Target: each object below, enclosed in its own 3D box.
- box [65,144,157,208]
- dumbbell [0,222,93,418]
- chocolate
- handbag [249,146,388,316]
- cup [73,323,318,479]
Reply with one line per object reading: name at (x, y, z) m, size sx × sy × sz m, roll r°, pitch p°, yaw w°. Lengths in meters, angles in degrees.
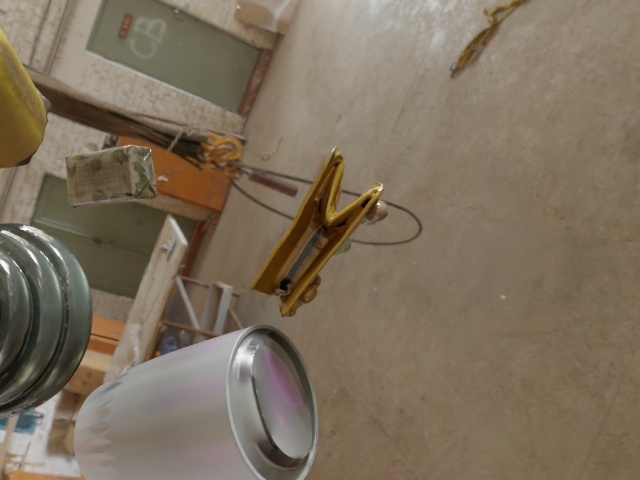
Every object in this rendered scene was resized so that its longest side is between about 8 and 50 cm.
box at (-0.237, -0.071, 0.662) m, size 0.098 × 0.045 × 0.062 m, roll -7°, pitch 92°, yaw 22°
dumbbell at (-0.312, 0.048, 0.390) m, size 0.406 × 0.179 × 0.179 m, roll 37°, pitch -111°, yaw -76°
chocolate at (-0.414, -0.210, 0.658) m, size 0.445 × 0.162 × 0.162 m, roll 156°, pitch 130°, yaw -70°
handbag at (0.000, 0.000, 1.086) m, size 0.283 × 0.133 × 0.401 m, roll -53°, pitch -2°, yaw 1°
cup at (-0.203, 0.299, 0.979) m, size 0.372 × 0.253 × 0.253 m, roll -18°, pitch 49°, yaw 25°
